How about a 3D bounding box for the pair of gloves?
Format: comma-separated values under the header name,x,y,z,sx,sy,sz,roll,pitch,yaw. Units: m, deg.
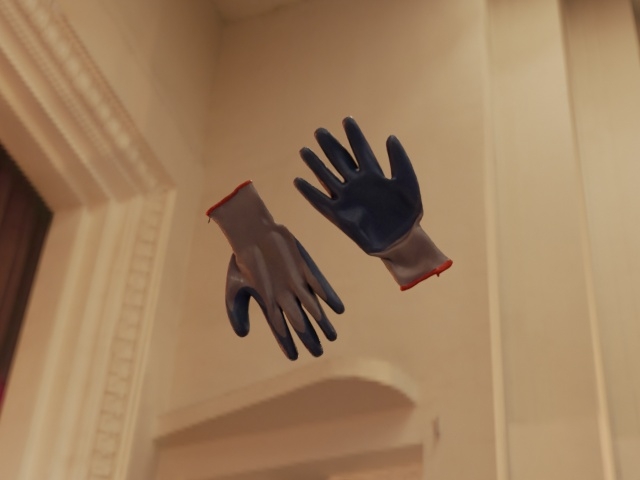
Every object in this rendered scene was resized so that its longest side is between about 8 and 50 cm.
name,x,y,z,sx,sy,sz,roll,pitch,yaw
pair of gloves,0.000,0.000,1.015,0.198,0.159,0.023,-32,-11,-1
